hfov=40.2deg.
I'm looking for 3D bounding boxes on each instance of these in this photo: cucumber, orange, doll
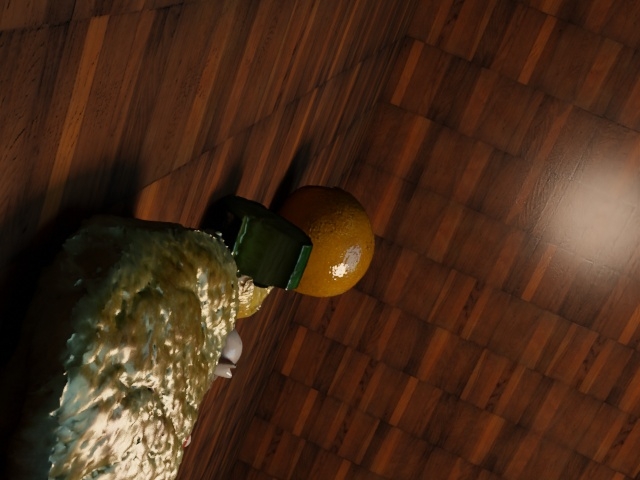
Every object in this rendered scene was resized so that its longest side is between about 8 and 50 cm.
[{"bbox_3d":[-0.118,0.013,1.577,0.191,0.191,0.130,-44,158,-74],"label":"cucumber"},{"bbox_3d":[0.000,0.000,2.108,0.274,0.274,0.274,24,90,-84],"label":"orange"},{"bbox_3d":[-0.195,0.148,1.540,0.110,0.106,0.181,100,-16,-68],"label":"doll"}]

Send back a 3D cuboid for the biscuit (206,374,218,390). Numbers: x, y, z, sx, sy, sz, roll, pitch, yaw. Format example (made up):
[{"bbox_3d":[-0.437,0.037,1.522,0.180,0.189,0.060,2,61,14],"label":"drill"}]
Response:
[{"bbox_3d":[-0.239,0.247,1.991,0.290,0.038,0.141,-46,143,-80],"label":"biscuit"}]

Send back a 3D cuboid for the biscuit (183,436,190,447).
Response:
[{"bbox_3d":[-0.318,0.444,1.948,0.216,0.047,0.340,112,-1,-56],"label":"biscuit"}]

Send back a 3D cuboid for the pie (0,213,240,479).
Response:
[{"bbox_3d":[-0.246,0.154,1.006,0.395,0.180,0.418,41,69,-71],"label":"pie"}]

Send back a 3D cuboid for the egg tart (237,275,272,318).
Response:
[{"bbox_3d":[-0.158,0.080,1.893,0.252,0.098,0.232,-51,161,-53],"label":"egg tart"}]
